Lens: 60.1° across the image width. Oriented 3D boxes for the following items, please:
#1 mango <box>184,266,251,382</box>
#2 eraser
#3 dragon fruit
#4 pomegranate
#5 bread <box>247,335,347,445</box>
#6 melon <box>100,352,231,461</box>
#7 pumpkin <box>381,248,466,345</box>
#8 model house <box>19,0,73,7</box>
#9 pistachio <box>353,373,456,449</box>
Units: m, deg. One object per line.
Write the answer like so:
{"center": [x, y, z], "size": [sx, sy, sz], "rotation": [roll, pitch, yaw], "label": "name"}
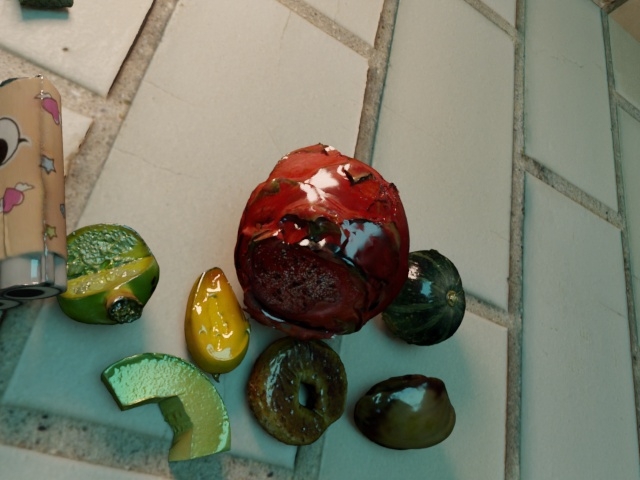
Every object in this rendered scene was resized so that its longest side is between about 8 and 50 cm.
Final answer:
{"center": [-0.168, 0.132, 0.887], "size": [0.101, 0.066, 0.187], "rotation": [-3, 68, -27], "label": "mango"}
{"center": [-0.414, -0.062, 0.744], "size": [0.087, 0.171, 0.290], "rotation": [25, 53, -64], "label": "eraser"}
{"center": [0.000, 0.000, 0.905], "size": [0.296, 0.295, 0.301], "rotation": [21, 41, -26], "label": "dragon fruit"}
{"center": [-0.296, 0.065, 0.784], "size": [0.143, 0.122, 0.169], "rotation": [-26, 59, -29], "label": "pomegranate"}
{"center": [-0.037, 0.248, 0.933], "size": [0.193, 0.064, 0.193], "rotation": [10, 72, -34], "label": "bread"}
{"center": [-0.218, 0.243, 0.811], "size": [0.118, 0.064, 0.209], "rotation": [-40, 98, -39], "label": "melon"}
{"center": [0.201, 0.114, 1.090], "size": [0.190, 0.146, 0.190], "rotation": [14, 64, -32], "label": "pumpkin"}
{"center": [-0.455, -0.428, 0.909], "size": [0.083, 0.066, 0.078], "rotation": [-13, 81, -38], "label": "model house"}
{"center": [0.152, 0.307, 1.003], "size": [0.210, 0.130, 0.165], "rotation": [16, 104, -29], "label": "pistachio"}
